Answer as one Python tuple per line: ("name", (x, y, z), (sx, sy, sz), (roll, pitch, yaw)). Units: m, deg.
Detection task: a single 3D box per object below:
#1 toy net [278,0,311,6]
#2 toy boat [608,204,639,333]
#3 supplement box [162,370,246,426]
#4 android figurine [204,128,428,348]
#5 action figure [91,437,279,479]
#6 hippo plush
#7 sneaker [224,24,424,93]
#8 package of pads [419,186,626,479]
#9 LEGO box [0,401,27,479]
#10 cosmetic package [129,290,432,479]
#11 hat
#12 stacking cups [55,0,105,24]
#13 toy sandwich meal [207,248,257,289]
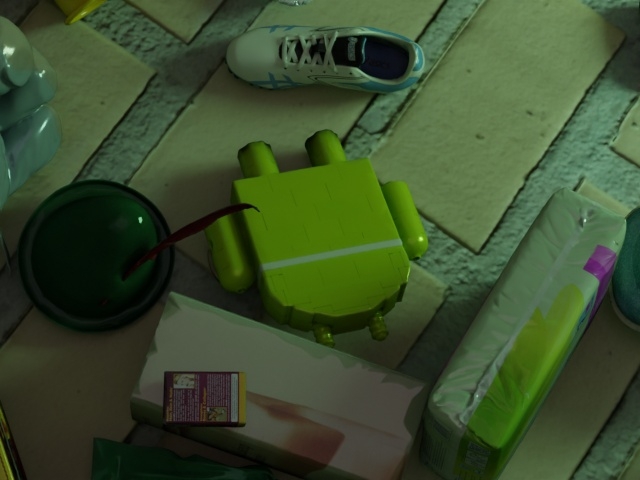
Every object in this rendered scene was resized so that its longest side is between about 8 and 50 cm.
("toy net", (-0.082, -0.376, 1.833), (0.122, 0.045, 0.232), (-40, 84, -17))
("toy boat", (0.449, 0.092, 1.670), (0.267, 0.148, 0.318), (0, 72, 20))
("supplement box", (-0.117, 0.161, 1.517), (0.083, 0.043, 0.055), (2, 78, -5))
("android figurine", (0.000, 0.000, 1.692), (0.248, 0.056, 0.273), (-12, 60, -16))
("action figure", (-0.131, 0.282, 1.624), (0.232, 0.063, 0.137), (0, 72, -2))
("hippo plush", (-0.439, -0.121, 1.663), (0.236, 0.234, 0.294), (14, 115, 15))
("sneaker", (0.006, -0.221, 1.775), (0.237, 0.086, 0.085), (2, 75, -5))
("package of pads", (0.213, 0.117, 1.627), (0.101, 0.229, 0.296), (30, 70, 13))
("LEGO box", (-0.526, 0.340, 1.493), (0.500, 0.193, 0.373), (-19, 77, -12))
("cosmetic package", (-0.046, 0.174, 1.620), (0.296, 0.153, 0.129), (20, 75, 1))
("hat", (-0.218, -0.008, 1.622), (0.173, 0.183, 0.208), (47, 69, -4))
("stacking cups", (-0.355, -0.400, 1.735), (0.096, 0.096, 0.316), (-40, 99, -15))
("toy sandwich meal", (-0.086, 0.023, 1.724), (0.085, 0.029, 0.086), (4, 69, -9))
